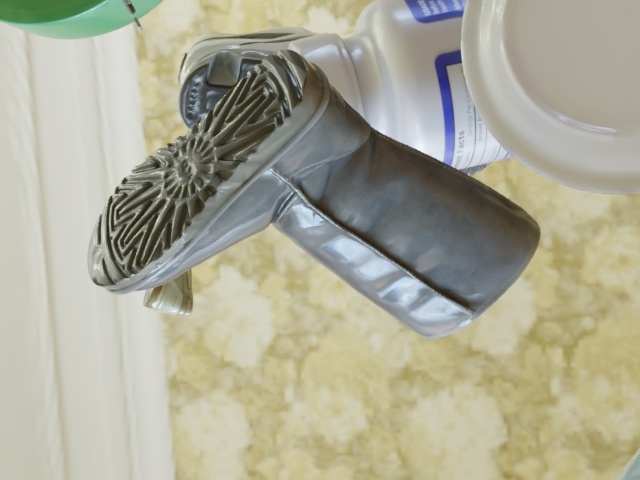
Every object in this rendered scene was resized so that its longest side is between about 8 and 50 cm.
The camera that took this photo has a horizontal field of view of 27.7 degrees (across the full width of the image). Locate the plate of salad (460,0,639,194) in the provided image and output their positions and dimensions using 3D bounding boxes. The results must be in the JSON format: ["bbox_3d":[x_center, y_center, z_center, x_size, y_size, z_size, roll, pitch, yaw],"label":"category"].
[{"bbox_3d":[0.177,-0.122,0.735,0.048,0.199,0.200,25,-115,-63],"label":"plate of salad"}]

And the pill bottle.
[{"bbox_3d":[0.116,-0.136,1.066,0.152,0.271,0.152,167,90,-82],"label":"pill bottle"}]

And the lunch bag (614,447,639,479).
[{"bbox_3d":[0.266,0.232,0.737,0.223,0.262,0.160,-36,-61,-35],"label":"lunch bag"}]

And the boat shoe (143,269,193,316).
[{"bbox_3d":[-0.149,0.030,1.360,0.048,0.056,0.153,24,-157,-11],"label":"boat shoe"}]

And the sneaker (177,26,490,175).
[{"bbox_3d":[0.024,-0.153,1.286,0.146,0.330,0.122,-101,26,-57],"label":"sneaker"}]

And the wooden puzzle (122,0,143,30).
[{"bbox_3d":[-0.177,-0.222,1.136,0.083,0.006,0.049,61,179,-16],"label":"wooden puzzle"}]

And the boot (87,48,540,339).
[{"bbox_3d":[0.000,0.002,0.741,0.208,0.189,0.076,32,-150,-44],"label":"boot"}]

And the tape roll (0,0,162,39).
[{"bbox_3d":[-0.259,-0.368,1.312,0.077,0.321,0.321,10,-103,-69],"label":"tape roll"}]
